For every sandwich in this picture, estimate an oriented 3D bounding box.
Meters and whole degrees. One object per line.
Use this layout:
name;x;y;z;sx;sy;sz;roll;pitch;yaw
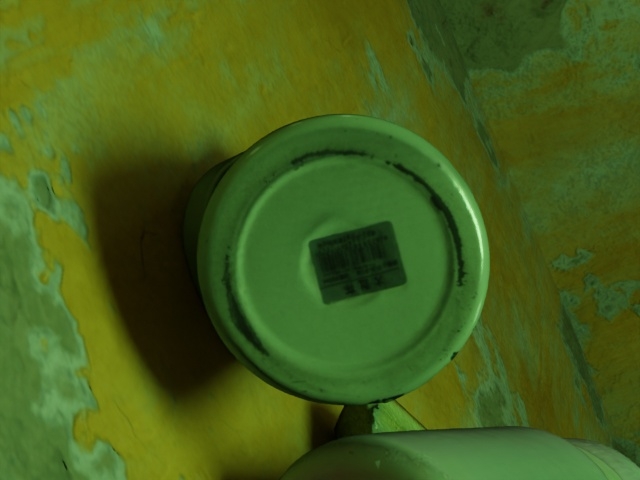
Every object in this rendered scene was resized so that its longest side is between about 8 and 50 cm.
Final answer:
sandwich;0.077;0.229;1.159;0.258;0.096;0.094;47;23;-46

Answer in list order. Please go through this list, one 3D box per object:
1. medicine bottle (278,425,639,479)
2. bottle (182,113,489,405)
medicine bottle;0.136;0.266;0.981;0.388;0.219;0.219;10;61;-54
bottle;0.000;0.000;0.978;0.352;0.229;0.229;-119;-174;-82
